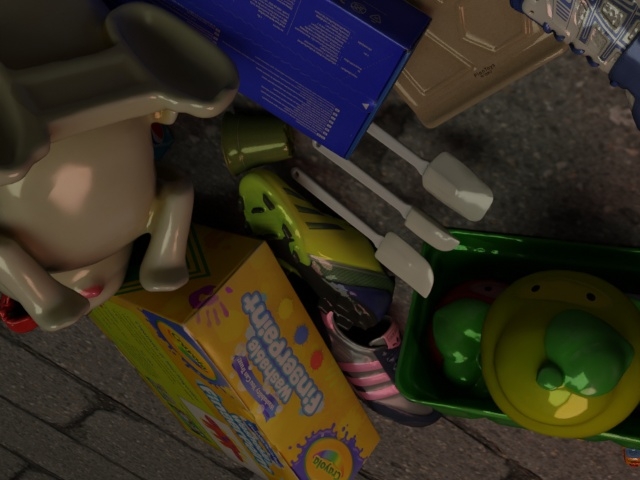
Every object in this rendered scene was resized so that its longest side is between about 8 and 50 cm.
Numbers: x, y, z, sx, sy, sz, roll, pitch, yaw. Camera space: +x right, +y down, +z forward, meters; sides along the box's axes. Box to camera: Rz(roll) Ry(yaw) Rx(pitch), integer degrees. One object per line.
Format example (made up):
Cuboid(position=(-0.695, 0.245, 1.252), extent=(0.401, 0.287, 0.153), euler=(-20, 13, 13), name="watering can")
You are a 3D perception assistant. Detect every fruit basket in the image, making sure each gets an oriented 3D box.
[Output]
Cuboid(position=(0.275, 0.108, 0.810), extent=(0.391, 0.283, 0.392), euler=(13, 152, 7), name="fruit basket")

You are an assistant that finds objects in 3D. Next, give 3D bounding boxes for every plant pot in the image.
Cuboid(position=(-0.075, -0.126, 0.892), extent=(0.079, 0.083, 0.083), euler=(-4, 132, 11), name="plant pot")

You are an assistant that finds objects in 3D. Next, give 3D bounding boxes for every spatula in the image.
Cuboid(position=(0.075, -0.065, 0.848), extent=(0.242, 0.019, 0.168), euler=(41, 129, 19), name="spatula")

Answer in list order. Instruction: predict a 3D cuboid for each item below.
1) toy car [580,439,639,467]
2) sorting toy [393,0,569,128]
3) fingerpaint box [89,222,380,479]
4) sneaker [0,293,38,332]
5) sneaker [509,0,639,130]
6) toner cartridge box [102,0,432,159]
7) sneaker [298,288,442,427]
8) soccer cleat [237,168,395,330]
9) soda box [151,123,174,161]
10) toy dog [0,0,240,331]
Cuboid(position=(0.470, 0.340, 1.144), extent=(0.121, 0.041, 0.060), euler=(10, 136, 14), name="toy car")
Cuboid(position=(0.121, -0.237, 0.719), extent=(0.193, 0.038, 0.208), euler=(-27, 113, 41), name="sorting toy")
Cuboid(position=(-0.155, 0.174, 1.086), extent=(0.371, 0.163, 0.445), euler=(13, 142, 44), name="fingerpaint box")
Cuboid(position=(-0.558, 0.113, 1.311), extent=(0.107, 0.118, 0.279), euler=(34, 137, -11), name="sneaker")
Cuboid(position=(0.244, -0.215, 0.627), extent=(0.130, 0.112, 0.297), euler=(-17, 115, 28), name="sneaker")
Cuboid(position=(-0.075, -0.246, 0.735), extent=(0.347, 0.075, 0.165), euler=(33, 141, 0), name="toner cartridge box")
Cuboid(position=(0.098, 0.183, 1.097), extent=(0.319, 0.112, 0.131), euler=(37, 139, -16), name="sneaker")
Cuboid(position=(0.000, 0.000, 0.953), extent=(0.093, 0.121, 0.289), euler=(-8, 131, 50), name="soccer cleat")
Cuboid(position=(-0.316, -0.139, 0.985), extent=(0.209, 0.067, 0.071), euler=(-3, 131, 26), name="soda box")
Cuboid(position=(-0.318, -0.072, 0.799), extent=(0.395, 0.284, 0.408), euler=(41, 142, 17), name="toy dog")
